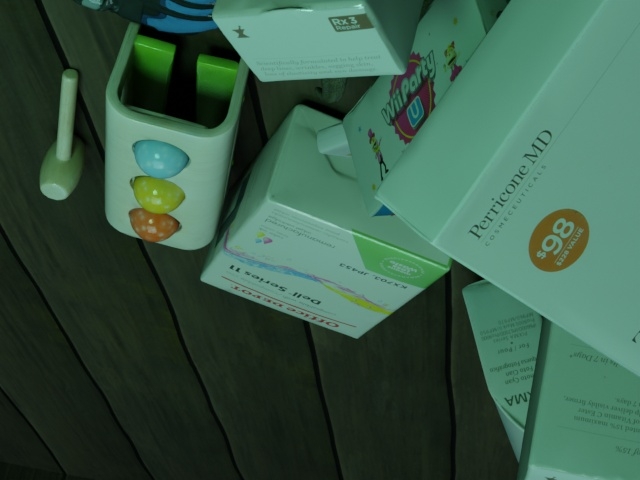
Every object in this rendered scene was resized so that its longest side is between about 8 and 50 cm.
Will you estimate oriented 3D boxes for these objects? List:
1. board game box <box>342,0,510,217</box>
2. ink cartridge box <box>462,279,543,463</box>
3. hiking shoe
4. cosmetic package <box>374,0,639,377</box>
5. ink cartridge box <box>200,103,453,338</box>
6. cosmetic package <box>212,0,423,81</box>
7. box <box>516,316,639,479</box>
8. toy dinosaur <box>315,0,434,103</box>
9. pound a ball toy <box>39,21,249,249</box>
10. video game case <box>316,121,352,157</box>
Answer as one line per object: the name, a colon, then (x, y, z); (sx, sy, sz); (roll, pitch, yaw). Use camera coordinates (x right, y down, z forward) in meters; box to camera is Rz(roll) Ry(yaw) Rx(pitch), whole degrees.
board game box: (0.201, -0.114, 1.212); (0.303, 0.098, 0.224); (-2, 153, -26)
ink cartridge box: (0.270, 0.273, 1.834); (0.091, 0.385, 0.308); (-14, 150, 8)
hiking shoe: (-0.087, -0.238, 1.252); (0.132, 0.113, 0.304); (21, 169, -29)
cosmetic package: (0.257, -0.106, 1.060); (0.284, 0.377, 0.097); (31, -173, -32)
ink cartridge box: (0.000, 0.000, 1.683); (0.207, 0.119, 0.353); (21, 157, -11)
cosmetic package: (0.018, -0.225, 1.066); (0.117, 0.231, 0.085); (1, 151, 27)
box: (0.321, 0.101, 1.477); (0.215, 0.345, 0.168); (11, 156, 6)
toy dinosaur: (0.046, -0.199, 1.284); (0.160, 0.121, 0.313); (28, 168, -17)
pound a ball toy: (-0.195, -0.090, 1.586); (0.208, 0.136, 0.319); (14, 155, -3)
video game case: (0.147, -0.101, 1.425); (0.227, 0.026, 0.206); (5, 166, -40)
